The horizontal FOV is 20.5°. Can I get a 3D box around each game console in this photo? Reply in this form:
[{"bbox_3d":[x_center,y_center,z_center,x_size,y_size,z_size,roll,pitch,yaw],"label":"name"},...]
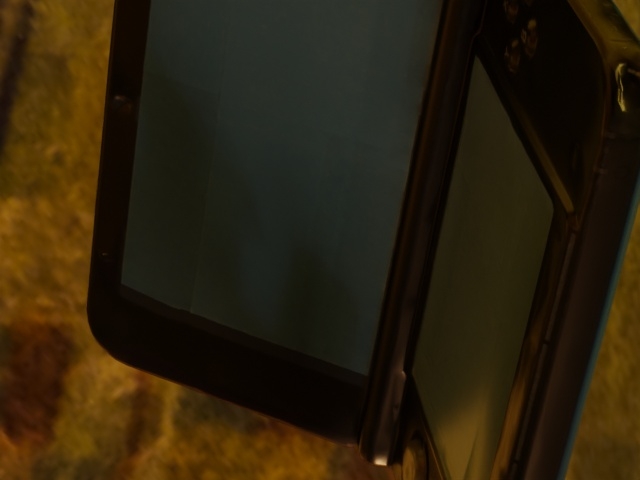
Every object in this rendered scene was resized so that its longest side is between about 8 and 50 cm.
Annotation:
[{"bbox_3d":[0.000,0.000,0.745,0.173,0.293,0.250,2,31,-11],"label":"game console"}]
